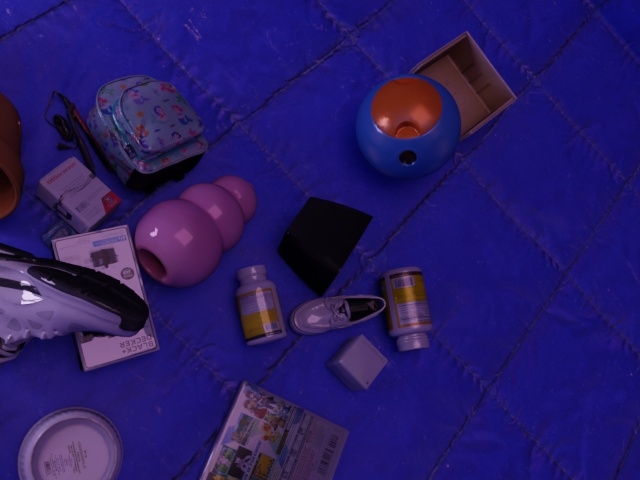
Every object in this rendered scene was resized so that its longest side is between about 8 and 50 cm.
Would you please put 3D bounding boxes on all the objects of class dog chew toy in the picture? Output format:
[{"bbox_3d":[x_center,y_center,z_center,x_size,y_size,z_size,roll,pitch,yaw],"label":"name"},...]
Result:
[{"bbox_3d":[-0.275,-0.039,1.519,0.206,0.206,0.332,49,53,-4],"label":"dog chew toy"}]

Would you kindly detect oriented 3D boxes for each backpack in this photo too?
[{"bbox_3d":[-0.416,-0.271,1.531,0.225,0.191,0.253,-31,80,-40],"label":"backpack"}]

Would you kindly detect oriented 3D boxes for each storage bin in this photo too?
[{"bbox_3d":[0.419,-0.460,1.991,0.260,0.123,0.262,-38,92,-29],"label":"storage bin"}]

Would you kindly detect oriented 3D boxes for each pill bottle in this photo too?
[{"bbox_3d":[0.229,0.184,1.713,0.117,0.117,0.215,-2,76,-25],"label":"pill bottle"},{"bbox_3d":[-0.148,0.157,1.561,0.103,0.103,0.184,-9,78,-26],"label":"pill bottle"}]

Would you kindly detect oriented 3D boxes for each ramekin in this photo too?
[{"bbox_3d":[-0.503,0.443,1.313,0.207,0.109,0.207,7,72,-22],"label":"ramekin"}]

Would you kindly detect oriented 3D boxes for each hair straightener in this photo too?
[{"bbox_3d":[-0.585,-0.250,1.522,0.089,0.047,0.230,-29,87,-28],"label":"hair straightener"}]

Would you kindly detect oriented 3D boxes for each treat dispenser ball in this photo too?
[{"bbox_3d":[0.240,-0.310,1.773,0.288,0.288,0.288,7,72,-22],"label":"treat dispenser ball"}]

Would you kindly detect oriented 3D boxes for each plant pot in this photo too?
[{"bbox_3d":[-0.744,-0.198,1.321,0.291,0.291,0.203,14,54,-20],"label":"plant pot"},{"bbox_3d":[0.000,0.000,1.640,0.167,0.187,0.188,34,64,2],"label":"plant pot"}]

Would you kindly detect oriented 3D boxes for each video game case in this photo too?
[{"bbox_3d":[-0.117,0.538,1.499,0.300,0.036,0.329,29,66,-14],"label":"video game case"}]

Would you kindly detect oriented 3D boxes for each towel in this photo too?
[{"bbox_3d":[-0.567,0.014,1.460,0.119,0.029,0.067,46,63,-6],"label":"towel"}]

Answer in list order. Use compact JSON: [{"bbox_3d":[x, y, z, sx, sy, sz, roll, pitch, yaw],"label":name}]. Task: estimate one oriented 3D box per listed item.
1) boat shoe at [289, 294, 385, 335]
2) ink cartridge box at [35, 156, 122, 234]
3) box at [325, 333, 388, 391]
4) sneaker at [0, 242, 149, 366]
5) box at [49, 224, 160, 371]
[{"bbox_3d":[0.046,0.178,1.652,0.258,0.084,0.095,-13,80,-27],"label":"boat shoe"},{"bbox_3d":[-0.552,-0.100,1.473,0.150,0.063,0.109,43,51,-6],"label":"ink cartridge box"},{"bbox_3d":[0.091,0.310,1.630,0.101,0.087,0.102,46,62,-5],"label":"box"},{"bbox_3d":[-0.565,0.170,1.278,0.448,0.169,0.257,17,95,11],"label":"sneaker"},{"bbox_3d":[-0.472,0.125,1.416,0.169,0.087,0.290,-13,87,-26],"label":"box"}]
